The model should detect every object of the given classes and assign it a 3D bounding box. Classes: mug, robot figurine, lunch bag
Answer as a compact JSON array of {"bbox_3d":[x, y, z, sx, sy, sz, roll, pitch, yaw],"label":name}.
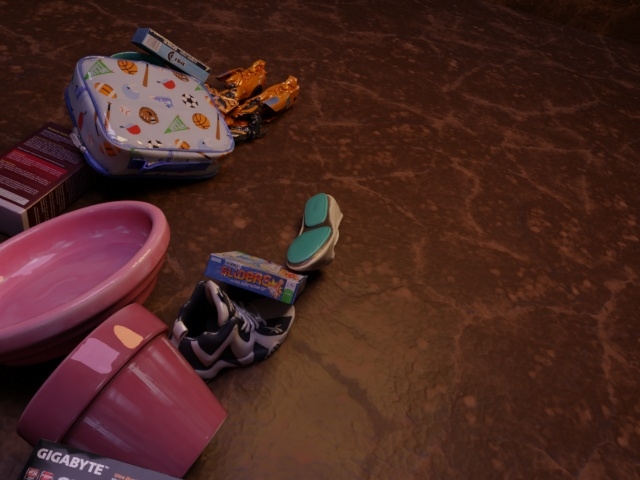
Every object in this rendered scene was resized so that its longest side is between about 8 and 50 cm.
[{"bbox_3d":[-0.427,-0.349,1.288,0.158,0.097,0.129,1,44,-15],"label":"mug"},{"bbox_3d":[-0.191,-0.330,1.347,0.211,0.085,0.291,31,44,17],"label":"robot figurine"},{"bbox_3d":[-0.327,-0.222,1.103,0.303,0.115,0.243,-8,64,-46],"label":"lunch bag"}]

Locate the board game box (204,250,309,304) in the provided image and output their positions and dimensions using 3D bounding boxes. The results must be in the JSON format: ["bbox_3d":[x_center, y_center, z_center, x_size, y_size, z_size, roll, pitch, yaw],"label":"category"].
[{"bbox_3d":[-0.093,0.055,0.912,0.136,0.035,0.201,18,1,2],"label":"board game box"}]

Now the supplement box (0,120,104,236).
[{"bbox_3d":[-0.504,-0.112,1.028,0.130,0.073,0.239,23,43,6],"label":"supplement box"}]

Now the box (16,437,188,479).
[{"bbox_3d":[-0.195,0.283,0.587,0.175,0.220,0.051,16,51,1],"label":"box"}]

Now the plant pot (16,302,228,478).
[{"bbox_3d":[-0.221,0.207,0.697,0.180,0.201,0.201,38,45,2],"label":"plant pot"}]

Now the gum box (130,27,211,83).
[{"bbox_3d":[-0.351,-0.431,1.336,0.157,0.041,0.184,28,5,-32],"label":"gum box"}]

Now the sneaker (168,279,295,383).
[{"bbox_3d":[-0.124,0.111,0.843,0.235,0.153,0.094,-19,54,-32],"label":"sneaker"}]

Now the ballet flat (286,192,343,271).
[{"bbox_3d":[0.000,0.000,1.050,0.086,0.086,0.248,17,35,1],"label":"ballet flat"}]

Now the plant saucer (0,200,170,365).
[{"bbox_3d":[-0.361,0.058,0.800,0.332,0.084,0.332,-14,30,8],"label":"plant saucer"}]
